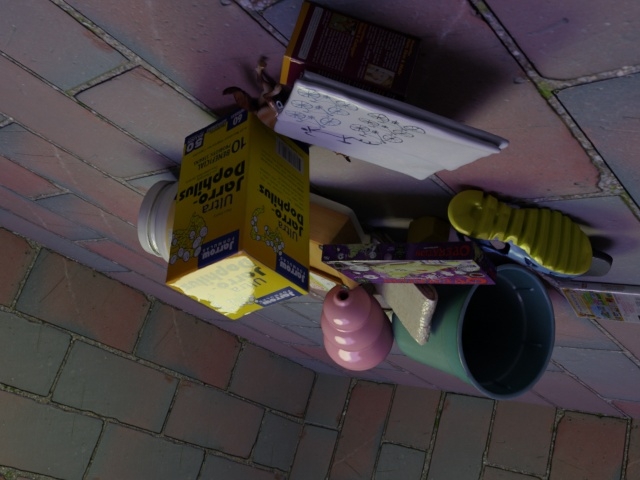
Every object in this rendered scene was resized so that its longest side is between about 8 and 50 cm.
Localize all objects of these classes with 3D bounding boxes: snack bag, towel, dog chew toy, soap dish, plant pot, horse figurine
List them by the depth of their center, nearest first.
[{"bbox_3d":[0.083,-0.168,1.059,0.323,0.037,0.342,15,174,-12],"label":"snack bag"},{"bbox_3d":[-0.045,-0.240,1.196,0.263,0.066,0.174,13,158,-5],"label":"horse figurine"},{"bbox_3d":[0.263,-0.012,1.543,0.081,0.081,0.083,24,149,-18],"label":"plant pot"},{"bbox_3d":[0.000,0.000,1.646,0.229,0.118,0.291,22,160,28],"label":"soap dish"},{"bbox_3d":[0.208,0.117,1.677,0.049,0.282,0.187,-19,138,-19],"label":"towel"},{"bbox_3d":[0.391,0.229,1.766,0.341,0.341,0.334,27,167,-27],"label":"plant pot"},{"bbox_3d":[0.092,0.229,1.820,0.207,0.206,0.332,10,150,20],"label":"dog chew toy"}]

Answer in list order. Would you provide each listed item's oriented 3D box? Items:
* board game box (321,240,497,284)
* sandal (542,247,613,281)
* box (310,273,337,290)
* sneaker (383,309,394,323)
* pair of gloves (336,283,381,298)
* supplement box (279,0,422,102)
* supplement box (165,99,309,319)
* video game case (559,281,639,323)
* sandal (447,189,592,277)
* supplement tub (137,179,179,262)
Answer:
[{"bbox_3d":[0.200,0.054,1.466,0.347,0.056,0.208,-2,166,29],"label":"board game box"},{"bbox_3d":[0.577,0.044,1.486,0.097,0.054,0.254,25,170,-2],"label":"sandal"},{"bbox_3d":[0.012,0.069,1.921,0.103,0.114,0.203,10,161,19],"label":"box"},{"bbox_3d":[0.238,0.284,2.388,0.094,0.080,0.212,32,160,-6],"label":"sneaker"},{"bbox_3d":[0.128,0.146,1.953,0.204,0.042,0.240,-28,154,-3],"label":"pair of gloves"},{"bbox_3d":[0.044,-0.269,0.981,0.188,0.104,0.081,18,162,-3],"label":"supplement box"},{"bbox_3d":[-0.152,-0.059,1.279,0.194,0.356,0.195,-22,142,29],"label":"supplement box"},{"bbox_3d":[0.750,0.162,1.686,0.206,0.026,0.227,3,157,35],"label":"video game case"},{"bbox_3d":[0.414,-0.009,1.377,0.317,0.126,0.138,24,165,5],"label":"sandal"},{"bbox_3d":[-0.278,-0.033,1.696,0.331,0.241,0.241,11,160,17],"label":"supplement tub"}]
